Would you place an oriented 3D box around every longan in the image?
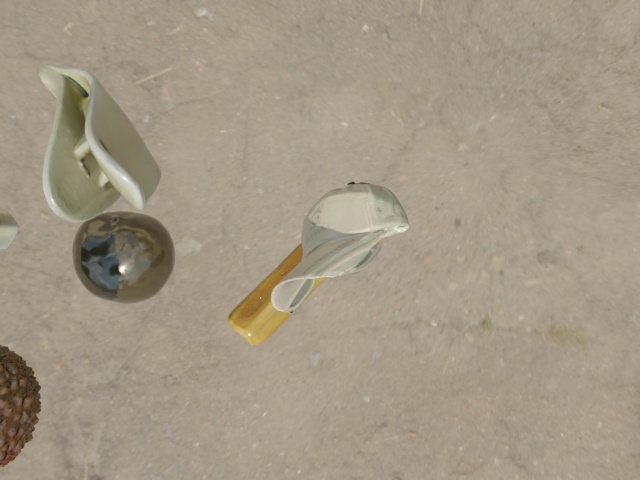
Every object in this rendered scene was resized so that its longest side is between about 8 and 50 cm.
[{"bbox_3d":[-0.392,0.034,1.475,0.220,0.196,0.196,-5,95,29],"label":"longan"}]

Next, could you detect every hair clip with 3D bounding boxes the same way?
[{"bbox_3d":[-0.279,-0.122,0.930,0.113,0.282,0.172,-25,127,7],"label":"hair clip"}]

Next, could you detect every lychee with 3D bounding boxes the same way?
[{"bbox_3d":[-0.536,0.269,1.120,0.200,0.200,0.238,17,93,10],"label":"lychee"}]

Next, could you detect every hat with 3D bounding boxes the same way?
[{"bbox_3d":[0.000,0.000,1.116,0.219,0.226,0.164,-35,75,46],"label":"hat"}]

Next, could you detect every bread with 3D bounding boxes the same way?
[{"bbox_3d":[-0.071,0.102,1.426,0.239,0.074,0.092,-44,44,-17],"label":"bread"}]

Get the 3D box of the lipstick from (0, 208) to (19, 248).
[{"bbox_3d":[-0.635,-0.025,1.233,0.079,0.253,0.077,42,107,19],"label":"lipstick"}]
